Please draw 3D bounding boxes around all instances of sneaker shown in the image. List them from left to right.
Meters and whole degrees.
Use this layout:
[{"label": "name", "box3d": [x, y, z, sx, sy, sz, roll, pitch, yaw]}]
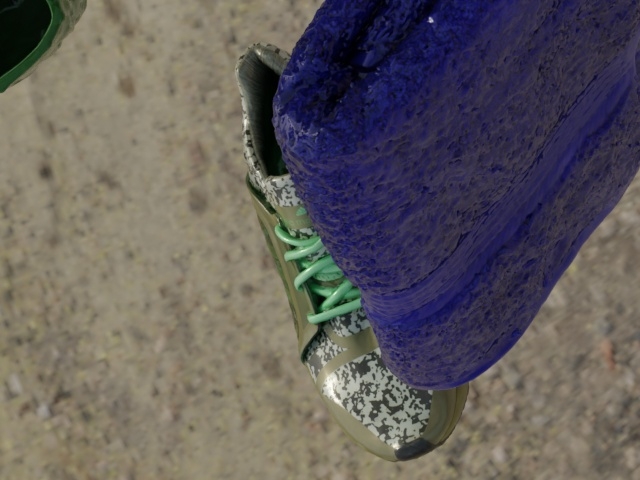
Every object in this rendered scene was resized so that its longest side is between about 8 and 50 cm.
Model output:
[{"label": "sneaker", "box3d": [0.000, 0.000, 1.311, 0.158, 0.182, 0.410, -26, 69, 17]}]

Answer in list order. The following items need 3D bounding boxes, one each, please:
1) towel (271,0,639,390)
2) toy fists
[{"label": "towel", "box3d": [0.091, -0.059, 0.715, 0.076, 0.227, 0.308, 29, 166, 24]}, {"label": "toy fists", "box3d": [-0.209, -0.237, 1.216, 0.096, 0.142, 0.279, 39, 98, -7]}]
